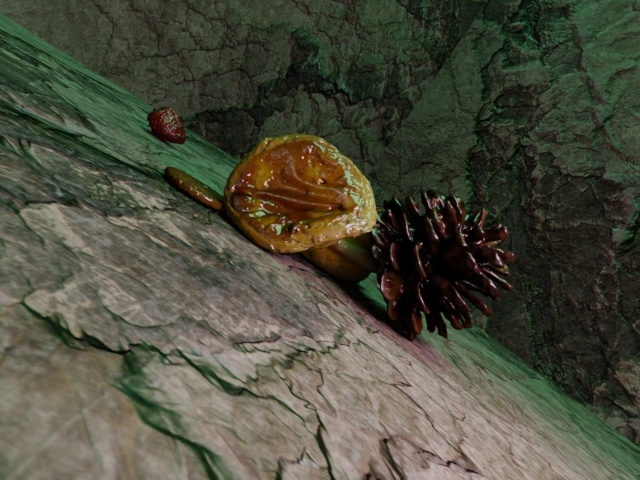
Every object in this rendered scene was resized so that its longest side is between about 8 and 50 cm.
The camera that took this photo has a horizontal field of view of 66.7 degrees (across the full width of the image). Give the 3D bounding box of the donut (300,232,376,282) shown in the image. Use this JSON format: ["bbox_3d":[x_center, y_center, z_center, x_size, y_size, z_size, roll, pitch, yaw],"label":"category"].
[{"bbox_3d":[0.009,-0.043,1.471,0.449,0.198,0.449,35,4,-3],"label":"donut"}]

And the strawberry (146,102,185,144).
[{"bbox_3d":[-0.561,-0.425,1.789,0.148,0.131,0.131,27,5,8],"label":"strawberry"}]

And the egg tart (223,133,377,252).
[{"bbox_3d":[-0.056,-0.106,1.200,0.153,0.352,0.339,97,-29,-65],"label":"egg tart"}]

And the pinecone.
[{"bbox_3d":[0.302,0.056,1.233,0.398,0.397,0.398,34,6,-4],"label":"pinecone"}]

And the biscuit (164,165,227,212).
[{"bbox_3d":[-0.303,-0.124,1.204,0.188,0.027,0.188,32,6,-4],"label":"biscuit"}]
